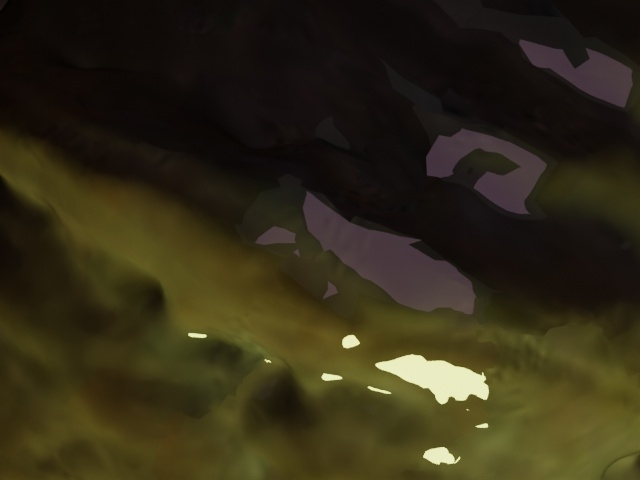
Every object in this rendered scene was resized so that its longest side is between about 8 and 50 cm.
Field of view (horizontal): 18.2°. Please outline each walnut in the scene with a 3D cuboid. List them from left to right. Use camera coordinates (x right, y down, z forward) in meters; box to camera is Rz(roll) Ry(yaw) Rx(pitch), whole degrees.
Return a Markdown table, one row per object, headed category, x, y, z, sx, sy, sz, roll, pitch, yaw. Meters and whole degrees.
| category | x | y | z | sx | sy | sz | roll | pitch | yaw |
| --- | --- | --- | --- | --- | --- | --- | --- | --- | --- |
| walnut | 0.000 | 0.000 | 0.513 | 0.224 | 0.224 | 0.224 | 3 | 77 | -12 |
